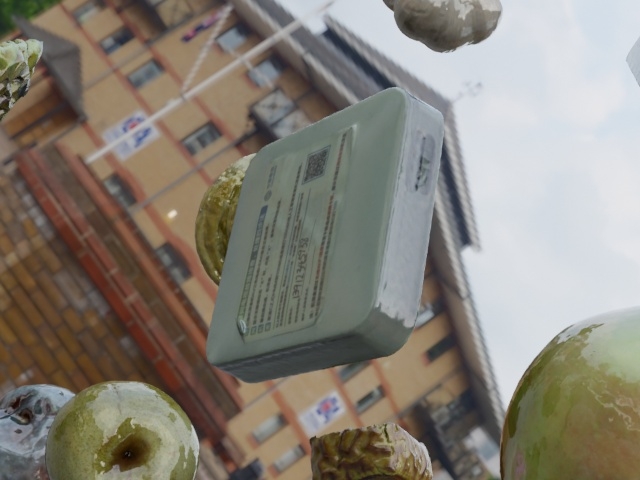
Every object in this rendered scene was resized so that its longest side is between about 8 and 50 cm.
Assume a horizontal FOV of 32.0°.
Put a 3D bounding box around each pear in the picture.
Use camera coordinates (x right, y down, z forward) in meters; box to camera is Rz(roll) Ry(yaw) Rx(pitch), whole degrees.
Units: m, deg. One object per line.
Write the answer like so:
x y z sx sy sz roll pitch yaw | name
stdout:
-0.212 0.229 1.186 0.167 0.167 0.136 56 -16 -5 | pear

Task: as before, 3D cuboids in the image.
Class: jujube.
-0.415 0.359 1.625 0.246 0.215 0.308 17 -48 22 | jujube

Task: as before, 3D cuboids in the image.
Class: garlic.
0.197 -0.401 1.939 0.229 0.143 0.178 25 -25 7 | garlic

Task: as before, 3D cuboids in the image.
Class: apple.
0.327 0.207 1.042 0.319 0.319 0.277 58 16 -19 | apple

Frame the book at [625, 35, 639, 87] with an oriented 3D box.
0.445 -0.283 1.350 0.025 0.215 0.283 32 22 -1 | book

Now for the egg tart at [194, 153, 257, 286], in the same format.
-0.078 -0.018 1.998 0.290 0.290 0.115 58 -12 -18 | egg tart

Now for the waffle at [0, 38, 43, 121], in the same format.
-0.435 -0.161 1.379 0.054 0.204 0.223 45 16 -1 | waffle

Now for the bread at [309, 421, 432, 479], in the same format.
0.081 0.374 1.835 0.222 0.181 0.096 48 33 -58 | bread

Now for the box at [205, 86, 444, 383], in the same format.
0.001 0.000 1.659 0.111 0.396 0.396 29 -30 -33 | box
